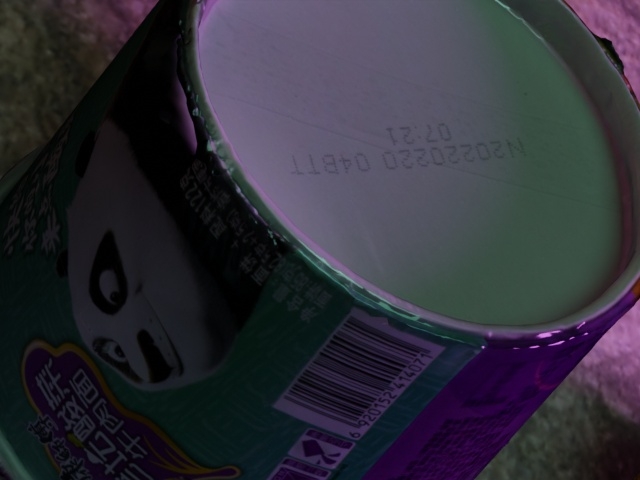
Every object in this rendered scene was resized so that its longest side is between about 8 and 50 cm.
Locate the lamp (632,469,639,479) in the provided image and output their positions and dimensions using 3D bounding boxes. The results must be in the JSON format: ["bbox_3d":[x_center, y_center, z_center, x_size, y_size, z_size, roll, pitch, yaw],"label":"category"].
[{"bbox_3d":[0.208,0.162,0.718,0.135,0.156,0.157,-27,52,4],"label":"lamp"}]

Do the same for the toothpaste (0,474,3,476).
[{"bbox_3d":[-0.088,0.094,0.622,0.164,0.034,0.046,26,62,-22],"label":"toothpaste"}]

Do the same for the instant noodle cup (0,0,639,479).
[{"bbox_3d":[0.000,0.000,0.566,0.251,0.190,0.251,15,52,-21],"label":"instant noodle cup"}]
